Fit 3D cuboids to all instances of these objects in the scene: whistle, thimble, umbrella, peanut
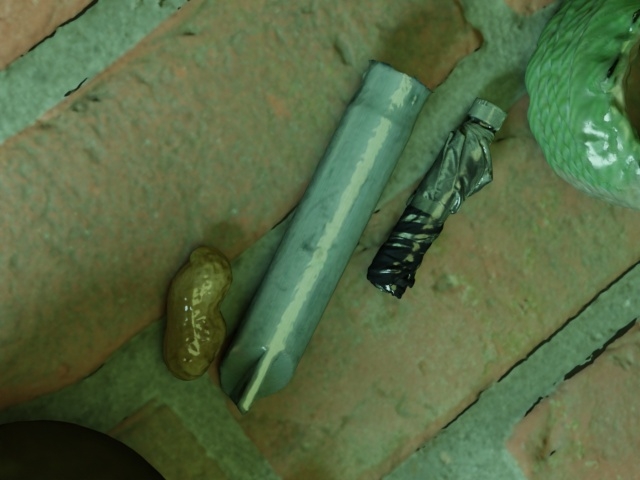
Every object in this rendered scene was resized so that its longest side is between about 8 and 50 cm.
[{"bbox_3d":[0.000,0.000,1.327,0.062,0.062,0.312,26,89,-20],"label":"whistle"},{"bbox_3d":[0.295,-0.127,1.359,0.219,0.150,0.219,-3,98,-17],"label":"thimble"},{"bbox_3d":[0.103,-0.035,1.366,0.050,0.046,0.188,35,81,-24],"label":"umbrella"},{"bbox_3d":[-0.101,0.060,1.308,0.054,0.054,0.113,9,95,-20],"label":"peanut"}]

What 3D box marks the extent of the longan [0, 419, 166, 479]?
[{"bbox_3d":[-0.224,0.308,1.184,0.288,0.288,0.350,13,92,-20],"label":"longan"}]
